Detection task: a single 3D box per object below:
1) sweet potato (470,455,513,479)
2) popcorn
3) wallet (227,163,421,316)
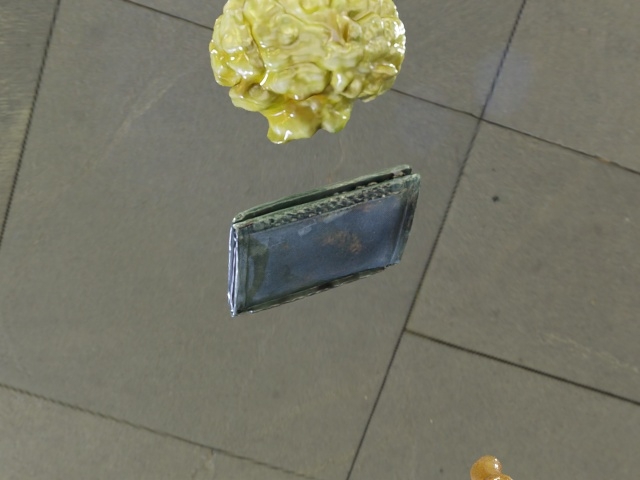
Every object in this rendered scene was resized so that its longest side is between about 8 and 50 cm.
[{"bbox_3d":[0.187,0.264,0.873,0.044,0.179,0.044,-1,85,8],"label":"sweet potato"},{"bbox_3d":[-0.014,-0.267,1.132,0.258,0.270,0.224,-33,60,28],"label":"popcorn"},{"bbox_3d":[0.000,0.000,1.370,0.342,0.075,0.237,-18,140,-21],"label":"wallet"}]
